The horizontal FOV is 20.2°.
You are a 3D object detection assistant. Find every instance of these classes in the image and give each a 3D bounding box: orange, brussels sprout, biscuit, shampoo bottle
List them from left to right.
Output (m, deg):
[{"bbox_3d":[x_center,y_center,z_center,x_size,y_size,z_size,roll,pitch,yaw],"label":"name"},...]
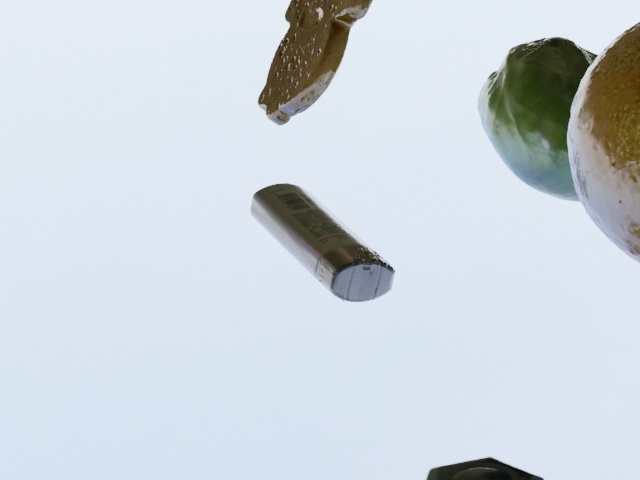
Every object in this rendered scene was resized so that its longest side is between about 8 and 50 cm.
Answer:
[{"bbox_3d":[0.000,0.000,2.110,0.086,0.056,0.227,-1,-155,-29],"label":"shampoo bottle"},{"bbox_3d":[0.003,-0.226,1.897,0.166,0.036,0.225,0,-113,61],"label":"biscuit"},{"bbox_3d":[0.321,-0.163,2.391,0.244,0.244,0.244,-9,-153,5],"label":"brussels sprout"},{"bbox_3d":[0.362,-0.089,1.637,0.274,0.274,0.274,-9,-153,5],"label":"orange"}]

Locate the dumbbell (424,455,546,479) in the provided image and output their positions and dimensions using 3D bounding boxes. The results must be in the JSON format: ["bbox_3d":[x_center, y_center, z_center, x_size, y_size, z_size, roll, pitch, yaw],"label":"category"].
[{"bbox_3d":[0.182,0.410,2.043,0.160,0.324,0.144,-9,-155,-17],"label":"dumbbell"}]
